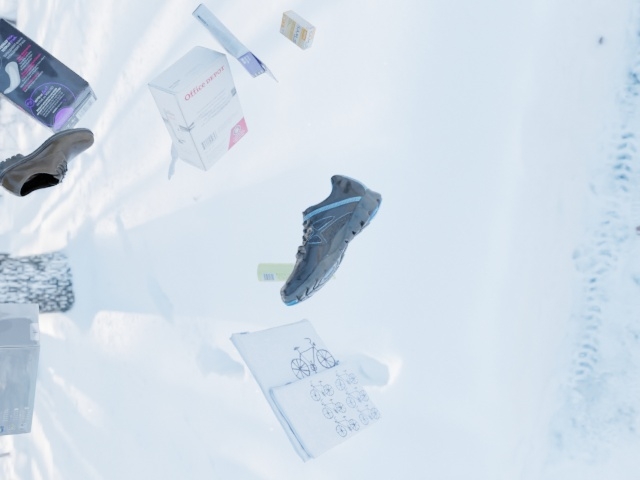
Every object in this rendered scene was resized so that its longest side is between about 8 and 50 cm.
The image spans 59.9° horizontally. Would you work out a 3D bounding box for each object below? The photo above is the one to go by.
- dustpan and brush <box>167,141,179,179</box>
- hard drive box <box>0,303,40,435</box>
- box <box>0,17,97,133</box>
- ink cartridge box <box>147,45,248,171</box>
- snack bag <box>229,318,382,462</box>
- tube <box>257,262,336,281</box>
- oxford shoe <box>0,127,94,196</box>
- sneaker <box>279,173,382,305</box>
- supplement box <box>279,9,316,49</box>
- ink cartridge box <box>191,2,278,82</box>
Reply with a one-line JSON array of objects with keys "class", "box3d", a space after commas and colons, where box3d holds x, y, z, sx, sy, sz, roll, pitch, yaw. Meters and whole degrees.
[{"class": "dustpan and brush", "box3d": [-0.467, -0.297, 1.831, 0.147, 0.060, 0.211, -71, -9, -72]}, {"class": "hard drive box", "box3d": [-0.687, 0.285, 1.242, 0.181, 0.089, 0.232, 45, 125, 53]}, {"class": "box", "box3d": [-0.771, -0.426, 1.493, 0.165, 0.270, 0.143, -54, 9, -10]}, {"class": "ink cartridge box", "box3d": [-0.339, -0.376, 1.587, 0.117, 0.207, 0.283, 25, 150, 26]}, {"class": "snack bag", "box3d": [-0.027, 0.337, 1.358, 0.037, 0.323, 0.342, -48, 65, 26]}, {"class": "tube", "box3d": [-0.074, 0.098, 1.719, 0.070, 0.240, 0.062, -44, -48, -74]}, {"class": "oxford shoe", "box3d": [-0.572, -0.163, 1.197, 0.096, 0.227, 0.083, 39, 149, 11]}, {"class": "sneaker", "box3d": [0.000, 0.000, 1.312, 0.139, 0.125, 0.341, 36, 82, 10]}, {"class": "supplement box", "box3d": [-0.063, -0.576, 1.519, 0.098, 0.036, 0.062, 41, 141, 19]}, {"class": "ink cartridge box", "box3d": [-0.222, -0.506, 1.485, 0.224, 0.223, 0.045, 44, 96, 2]}]
